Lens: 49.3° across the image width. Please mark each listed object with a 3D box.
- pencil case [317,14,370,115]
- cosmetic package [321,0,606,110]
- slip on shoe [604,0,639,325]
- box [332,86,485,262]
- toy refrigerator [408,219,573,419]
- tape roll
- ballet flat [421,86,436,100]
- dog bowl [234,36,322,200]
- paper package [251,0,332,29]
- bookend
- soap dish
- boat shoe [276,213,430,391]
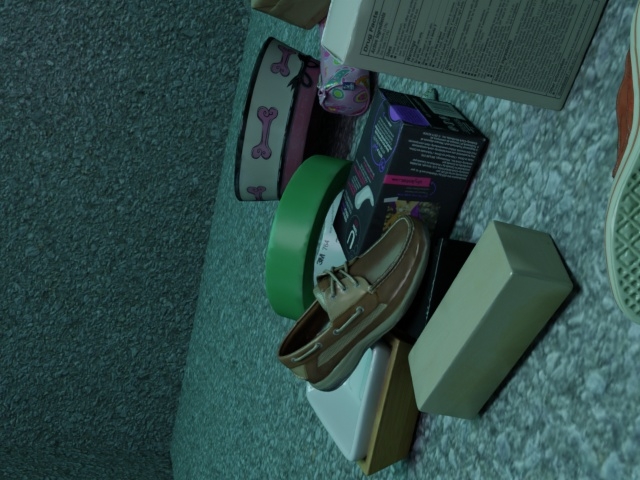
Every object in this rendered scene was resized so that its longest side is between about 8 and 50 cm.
[{"bbox_3d":[0.049,-0.418,1.582,0.124,0.124,0.284,129,145,-56],"label":"pencil case"},{"bbox_3d":[0.174,-0.274,0.863,0.113,0.309,0.160,-117,40,-59],"label":"cosmetic package"},{"bbox_3d":[0.334,-0.082,0.664,0.101,0.123,0.331,6,-94,-77],"label":"slip on shoe"},{"bbox_3d":[0.135,-0.089,1.154,0.165,0.143,0.270,-108,31,-56],"label":"box"},{"bbox_3d":[0.216,0.113,0.922,0.102,0.094,0.269,-95,23,-50],"label":"toy refrigerator"},{"bbox_3d":[0.000,0.000,1.336,0.321,0.077,0.321,15,-90,-70],"label":"tape roll"},{"bbox_3d":[0.183,-0.222,1.234,0.041,0.041,0.114,148,128,-66],"label":"ballet flat"},{"bbox_3d":[-0.089,-0.280,1.716,0.408,0.150,0.408,13,-90,-88],"label":"dog bowl"},{"bbox_3d":[-0.008,-0.684,1.536,0.309,0.168,0.324,-28,53,49],"label":"paper package"},{"bbox_3d":[0.172,0.070,1.093,0.157,0.072,0.156,-161,81,-72],"label":"bookend"},{"bbox_3d":[0.079,0.236,1.224,0.291,0.118,0.229,-144,64,-69],"label":"soap dish"},{"bbox_3d":[0.047,0.093,1.072,0.324,0.116,0.123,-56,23,13],"label":"boat shoe"}]
